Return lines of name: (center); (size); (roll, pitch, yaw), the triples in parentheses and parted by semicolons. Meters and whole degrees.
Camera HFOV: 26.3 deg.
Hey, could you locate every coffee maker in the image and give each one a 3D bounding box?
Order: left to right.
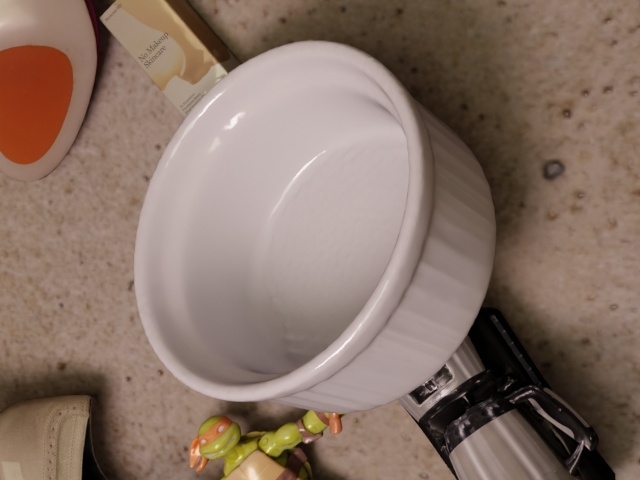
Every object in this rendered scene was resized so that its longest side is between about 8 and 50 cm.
coffee maker: (0.142, 0.155, 1.103); (0.120, 0.171, 0.178); (-33, 70, 0)

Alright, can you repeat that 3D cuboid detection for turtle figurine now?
turtle figurine: (-0.046, 0.230, 1.199); (0.269, 0.087, 0.217); (-43, 98, 7)

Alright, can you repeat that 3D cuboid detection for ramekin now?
ramekin: (0.000, 0.000, 1.046); (0.277, 0.135, 0.277); (-18, 61, 36)

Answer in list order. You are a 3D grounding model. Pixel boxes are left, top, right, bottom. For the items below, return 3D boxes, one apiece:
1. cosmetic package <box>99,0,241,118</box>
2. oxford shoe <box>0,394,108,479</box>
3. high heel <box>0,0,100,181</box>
cosmetic package: (-0.124, -0.165, 1.154); (0.060, 0.041, 0.115); (-43, 88, 22)
oxford shoe: (-0.213, 0.328, 1.253); (0.146, 0.140, 0.397); (-17, 108, 0)
high heel: (-0.256, -0.244, 1.174); (0.127, 0.181, 0.377); (0, 123, -14)
